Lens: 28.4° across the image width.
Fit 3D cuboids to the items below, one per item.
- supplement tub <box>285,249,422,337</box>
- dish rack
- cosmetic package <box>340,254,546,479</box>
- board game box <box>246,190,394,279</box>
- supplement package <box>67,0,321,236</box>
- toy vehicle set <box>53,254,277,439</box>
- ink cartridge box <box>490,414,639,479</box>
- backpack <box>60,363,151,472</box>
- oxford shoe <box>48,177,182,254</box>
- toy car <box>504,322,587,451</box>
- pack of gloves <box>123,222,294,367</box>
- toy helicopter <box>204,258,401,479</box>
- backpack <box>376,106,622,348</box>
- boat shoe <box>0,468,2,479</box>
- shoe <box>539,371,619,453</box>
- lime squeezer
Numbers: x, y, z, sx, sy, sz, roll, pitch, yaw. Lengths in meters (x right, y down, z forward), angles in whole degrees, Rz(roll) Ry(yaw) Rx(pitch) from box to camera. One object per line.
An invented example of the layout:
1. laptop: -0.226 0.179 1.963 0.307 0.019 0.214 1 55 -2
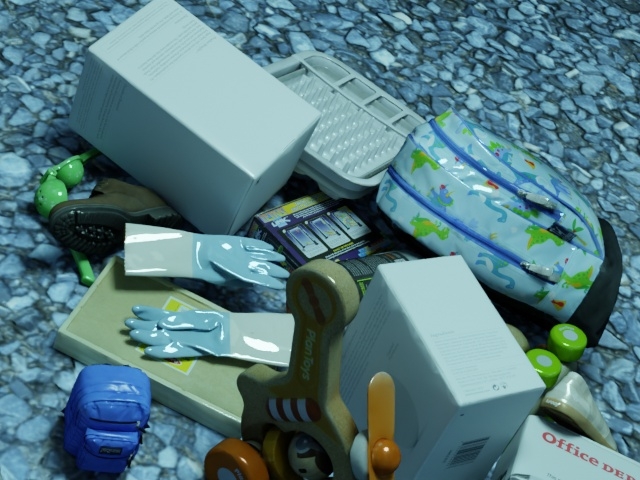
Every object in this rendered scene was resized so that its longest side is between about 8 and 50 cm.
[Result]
1. supplement tub: 0.055 0.081 1.751 0.190 0.117 0.117 -9 50 -33
2. dish rack: 0.016 -0.177 1.995 0.285 0.072 0.333 37 30 13
3. cosmetic package: 0.138 0.177 1.606 0.138 0.224 0.225 -8 50 -30
4. board game box: 0.000 0.000 1.864 0.170 0.048 0.141 -22 56 -40
5. supplement package: -0.181 -0.171 1.792 0.293 0.175 0.177 38 51 6
6. toy vehicle set: -0.189 0.135 1.640 0.267 0.035 0.166 27 41 3
7. ink cartridge box: 0.298 0.384 1.542 0.211 0.121 0.289 27 41 3
8. backpack: -0.243 0.207 1.476 0.098 0.120 0.101 4 44 -22
9. oxford shoe: -0.295 -0.037 1.713 0.096 0.083 0.227 49 22 21
10. toy car: 0.243 0.167 1.733 0.188 0.155 0.149 32 40 23
11. pack of gloves: -0.149 0.081 1.670 0.232 0.046 0.195 7 56 -17
12. toy helicopter: 0.003 0.185 1.435 0.235 0.355 0.140 26 37 30
13. backpack: 0.255 -0.031 1.834 0.355 0.273 0.290 17 19 -2
14. boat shoe: -0.458 0.253 1.370 0.227 0.079 0.081 12 30 -17
15. shoe: 0.353 0.243 1.667 0.076 0.219 0.058 12 65 35
16. lime squeezer: -0.340 -0.073 1.776 0.110 0.059 0.310 15 41 -10
